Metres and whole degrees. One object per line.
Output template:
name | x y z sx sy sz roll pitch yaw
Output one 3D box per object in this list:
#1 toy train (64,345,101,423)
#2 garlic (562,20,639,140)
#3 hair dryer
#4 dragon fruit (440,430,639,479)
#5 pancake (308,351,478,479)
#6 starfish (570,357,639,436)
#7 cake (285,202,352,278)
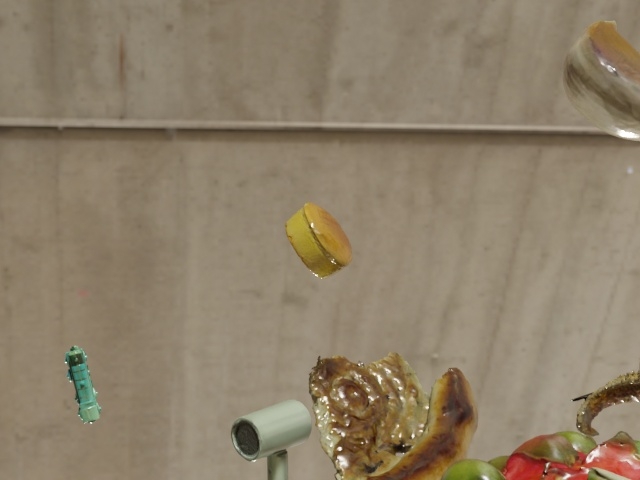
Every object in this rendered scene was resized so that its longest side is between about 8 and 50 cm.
toy train | -0.275 0.167 1.294 0.045 0.029 0.092 165 -89 -78
garlic | 0.376 -0.179 1.329 0.198 0.128 0.090 39 -33 23
hair dryer | -0.040 0.198 0.926 0.037 0.063 0.124 9 -76 43
dragon fruit | 0.181 0.267 0.855 0.303 0.231 0.237 95 -12 -70
pancake | 0.100 0.216 1.278 0.257 0.212 0.056 -107 -148 -45
starfish | 0.429 0.179 1.256 0.303 0.312 0.113 1 -97 36
cake | 0.000 0.000 1.219 0.084 0.044 0.084 47 16 -19
